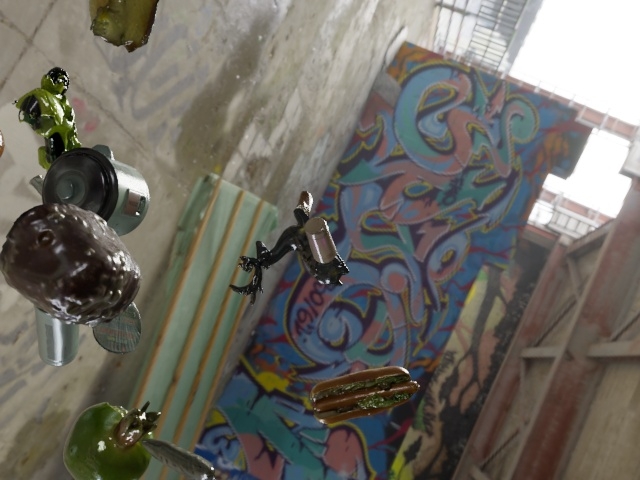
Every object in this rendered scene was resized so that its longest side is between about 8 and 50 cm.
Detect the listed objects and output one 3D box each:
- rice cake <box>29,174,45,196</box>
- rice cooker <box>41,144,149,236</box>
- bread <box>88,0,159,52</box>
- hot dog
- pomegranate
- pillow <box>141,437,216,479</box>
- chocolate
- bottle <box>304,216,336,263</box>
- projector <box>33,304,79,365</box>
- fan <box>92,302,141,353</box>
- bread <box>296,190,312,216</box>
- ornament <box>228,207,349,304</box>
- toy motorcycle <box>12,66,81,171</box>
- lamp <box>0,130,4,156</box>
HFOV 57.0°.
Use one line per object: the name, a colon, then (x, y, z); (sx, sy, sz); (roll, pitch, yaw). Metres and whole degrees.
rice cake: (-0.984, -0.141, 2.189); (0.057, 0.256, 0.052); (-37, 171, -30)
rice cooker: (-0.690, -0.141, 1.815); (0.317, 0.264, 0.316); (18, 90, -74)
bread: (-0.587, -0.692, 1.731); (0.174, 0.133, 0.251); (7, 104, -47)
hot dog: (0.138, 0.464, 1.792); (0.100, 0.338, 0.135); (112, -34, -75)
pomegranate: (-0.534, 0.530, 1.553); (0.302, 0.236, 0.236); (-35, -170, 36)
pillow: (-0.313, 0.505, 1.344); (0.051, 0.241, 0.093); (-57, 134, -33)
chocolate: (-0.515, 0.077, 1.281); (0.225, 0.210, 0.340); (-45, 166, -10)
bottle: (0.000, 0.000, 1.069); (0.045, 0.045, 0.096); (-60, 154, -25)
projector: (-0.683, 0.221, 1.537); (0.108, 0.108, 0.337); (-57, 179, -39)
fan: (-0.678, 0.237, 1.935); (0.223, 0.012, 0.294); (-29, 107, -66)
bread: (-0.046, -0.100, 1.647); (0.047, 0.036, 0.083); (58, 25, -27)
ornament: (-0.079, 0.073, 1.324); (0.236, 0.202, 0.080); (-37, 173, -4)
toy motorcycle: (-0.829, -0.349, 1.826); (0.206, 0.142, 0.342); (-47, 152, -46)
lamp: (-0.810, -0.227, 1.374); (0.136, 0.136, 0.136); (-61, 170, -19)
